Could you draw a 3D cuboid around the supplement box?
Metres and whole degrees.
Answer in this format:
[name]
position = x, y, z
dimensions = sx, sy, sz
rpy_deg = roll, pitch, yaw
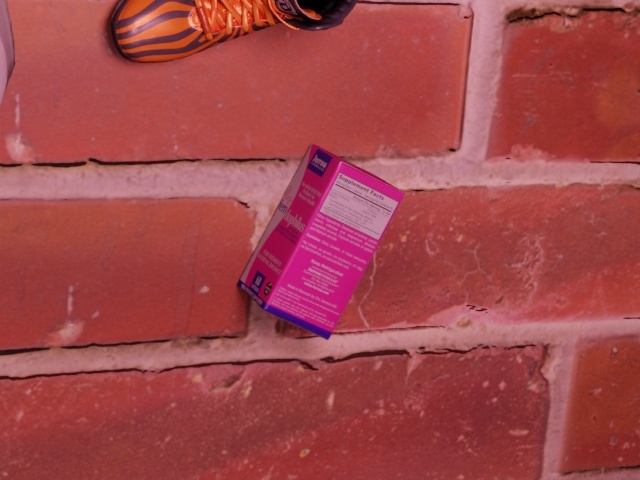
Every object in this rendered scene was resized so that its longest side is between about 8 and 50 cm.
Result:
[supplement box]
position = 0.000, 0.000, 2.079
dimensions = 0.114, 0.111, 0.220
rpy_deg = 27, 94, -27

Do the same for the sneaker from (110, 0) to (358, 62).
[sneaker]
position = -0.091, -0.296, 1.909
dimensions = 0.321, 0.180, 0.125
rpy_deg = -26, 114, -14

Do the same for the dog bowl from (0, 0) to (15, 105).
[dog bowl]
position = -0.499, -0.208, 1.719
dimensions = 0.348, 0.102, 0.349
rpy_deg = -7, 132, -8
